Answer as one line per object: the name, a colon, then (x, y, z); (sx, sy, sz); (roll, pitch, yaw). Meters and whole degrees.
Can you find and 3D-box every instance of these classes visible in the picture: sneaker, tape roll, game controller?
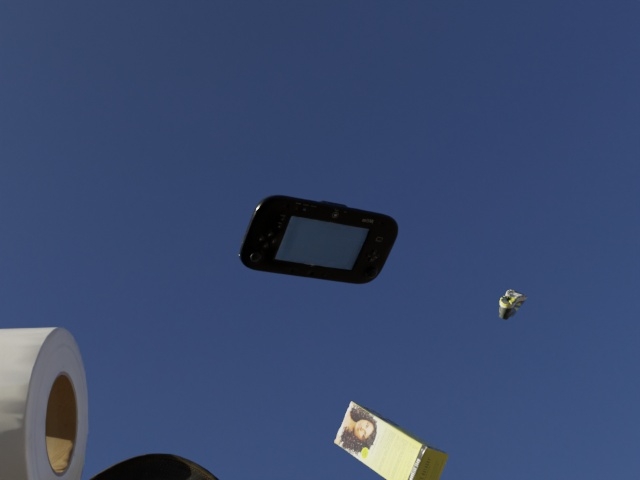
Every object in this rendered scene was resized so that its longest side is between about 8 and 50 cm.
sneaker: (0.306, 0.104, 1.357); (0.083, 0.031, 0.035); (-14, -58, -54)
tape roll: (-0.411, 0.234, 1.070); (0.169, 0.246, 0.246); (-2, -57, 2)
game controller: (0.000, 0.000, 1.655); (0.319, 0.067, 0.166); (9, -53, -28)

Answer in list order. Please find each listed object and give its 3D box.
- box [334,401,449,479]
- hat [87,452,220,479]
box: (0.119, 0.364, 1.472); (0.058, 0.232, 0.087); (25, -95, -33)
hat: (-0.285, 0.494, 1.306); (0.331, 0.331, 0.134); (-13, -12, -2)
